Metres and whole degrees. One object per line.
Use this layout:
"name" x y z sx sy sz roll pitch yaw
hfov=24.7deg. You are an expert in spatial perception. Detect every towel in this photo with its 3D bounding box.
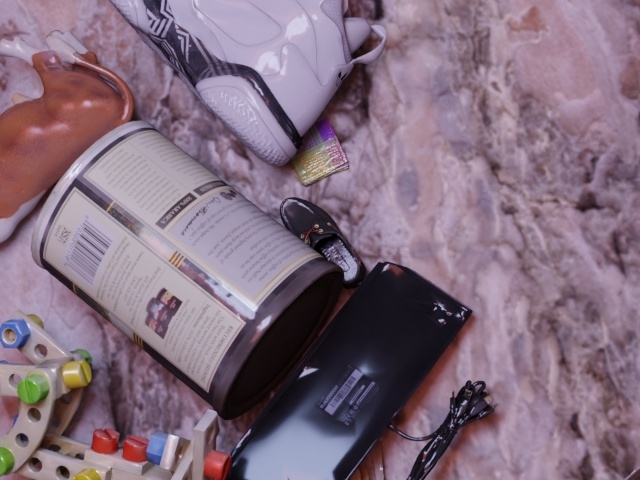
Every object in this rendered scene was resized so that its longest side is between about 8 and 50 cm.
"towel" -0.009 -0.107 1.664 0.060 0.009 0.083 -27 75 6

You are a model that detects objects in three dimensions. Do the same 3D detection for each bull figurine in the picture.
"bull figurine" -0.359 -0.108 1.684 0.310 0.101 0.188 -36 74 3

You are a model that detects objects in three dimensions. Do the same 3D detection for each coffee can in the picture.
"coffee can" -0.142 0.029 1.565 0.275 0.201 0.201 38 88 15

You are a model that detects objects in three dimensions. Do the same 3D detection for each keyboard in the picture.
"keyboard" 0.057 0.188 1.557 0.201 0.033 0.317 34 77 17

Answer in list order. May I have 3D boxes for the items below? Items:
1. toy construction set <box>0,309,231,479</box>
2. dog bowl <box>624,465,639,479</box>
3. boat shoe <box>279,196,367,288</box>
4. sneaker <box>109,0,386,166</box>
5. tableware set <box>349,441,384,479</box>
"toy construction set" -0.226 0.218 1.560 0.327 0.151 0.215 17 104 30
"dog bowl" 0.427 0.365 1.448 0.348 0.102 0.349 -2 79 10
"boat shoe" 0.001 -0.001 1.627 0.049 0.042 0.133 -42 74 2
"sneaker" -0.100 -0.273 1.652 0.210 0.137 0.366 -43 78 -2
"tableware set" 0.014 0.309 1.547 0.128 0.039 0.194 -14 67 12
